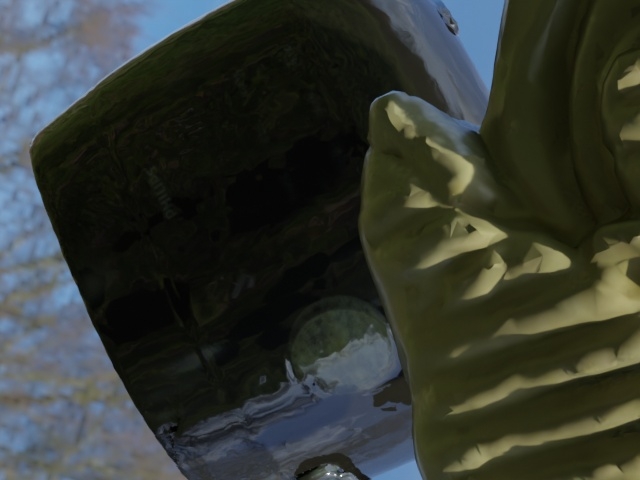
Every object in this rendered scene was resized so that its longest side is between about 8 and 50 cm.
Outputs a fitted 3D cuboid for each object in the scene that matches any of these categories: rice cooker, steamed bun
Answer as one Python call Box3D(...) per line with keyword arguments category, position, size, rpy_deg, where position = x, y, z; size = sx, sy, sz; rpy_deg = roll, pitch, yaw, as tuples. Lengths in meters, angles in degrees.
Box3D(category="rice cooker", position=(0.000, 0.000, 0.936), size=(0.224, 0.267, 0.267), rpy_deg=(-28, -147, 2))
Box3D(category="steamed bun", position=(0.190, 0.020, 0.573), size=(0.324, 0.219, 0.309), rpy_deg=(51, -61, 20))
